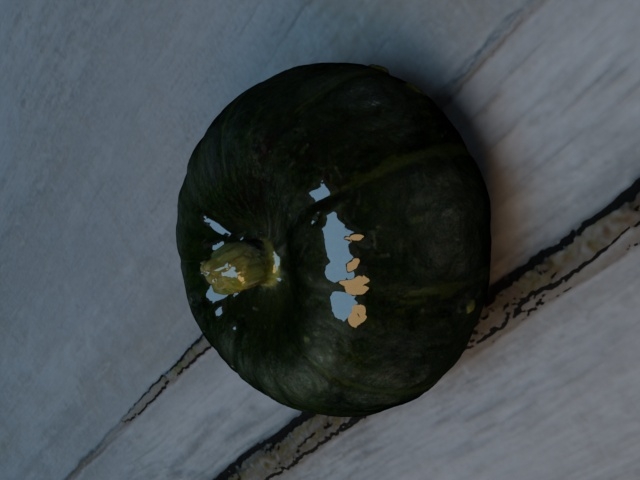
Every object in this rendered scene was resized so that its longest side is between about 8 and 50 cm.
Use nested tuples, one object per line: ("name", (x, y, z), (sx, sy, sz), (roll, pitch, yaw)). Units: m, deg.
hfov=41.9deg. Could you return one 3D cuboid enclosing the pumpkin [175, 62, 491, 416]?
("pumpkin", (0.000, 0.000, 0.707), (0.300, 0.207, 0.300), (13, 107, 46))
